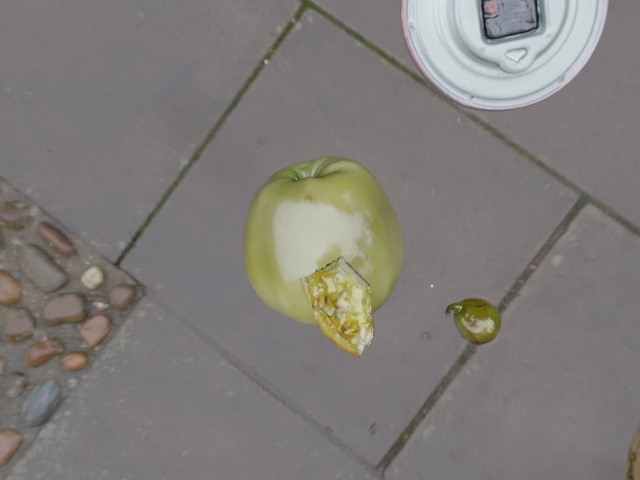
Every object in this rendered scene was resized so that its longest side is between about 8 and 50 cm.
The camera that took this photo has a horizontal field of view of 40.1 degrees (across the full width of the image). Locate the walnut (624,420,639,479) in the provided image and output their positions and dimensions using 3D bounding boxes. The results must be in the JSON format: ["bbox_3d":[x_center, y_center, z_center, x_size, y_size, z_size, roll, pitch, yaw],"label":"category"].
[{"bbox_3d":[0.415,0.255,0.866,0.227,0.228,0.228,0,87,7],"label":"walnut"}]

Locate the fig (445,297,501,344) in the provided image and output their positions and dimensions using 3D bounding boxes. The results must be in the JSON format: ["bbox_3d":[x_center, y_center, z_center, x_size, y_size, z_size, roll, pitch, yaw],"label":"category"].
[{"bbox_3d":[0.255,0.128,1.473,0.098,0.082,0.084,40,48,-8],"label":"fig"}]

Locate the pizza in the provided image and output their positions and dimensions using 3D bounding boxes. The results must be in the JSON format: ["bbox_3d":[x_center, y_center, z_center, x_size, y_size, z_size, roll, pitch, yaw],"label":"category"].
[{"bbox_3d":[0.020,0.078,1.116,0.160,0.035,0.099,49,133,41],"label":"pizza"}]

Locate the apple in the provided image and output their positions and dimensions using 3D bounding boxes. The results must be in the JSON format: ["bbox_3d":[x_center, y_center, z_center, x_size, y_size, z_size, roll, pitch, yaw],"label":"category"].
[{"bbox_3d":[0.000,0.000,1.337,0.262,0.262,0.263,0,87,7],"label":"apple"}]

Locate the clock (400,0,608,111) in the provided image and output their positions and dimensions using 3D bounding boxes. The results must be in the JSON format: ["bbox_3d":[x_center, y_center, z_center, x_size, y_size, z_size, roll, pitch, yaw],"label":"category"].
[{"bbox_3d":[0.211,-0.270,1.004,0.244,0.056,0.245,-2,109,-7],"label":"clock"}]
